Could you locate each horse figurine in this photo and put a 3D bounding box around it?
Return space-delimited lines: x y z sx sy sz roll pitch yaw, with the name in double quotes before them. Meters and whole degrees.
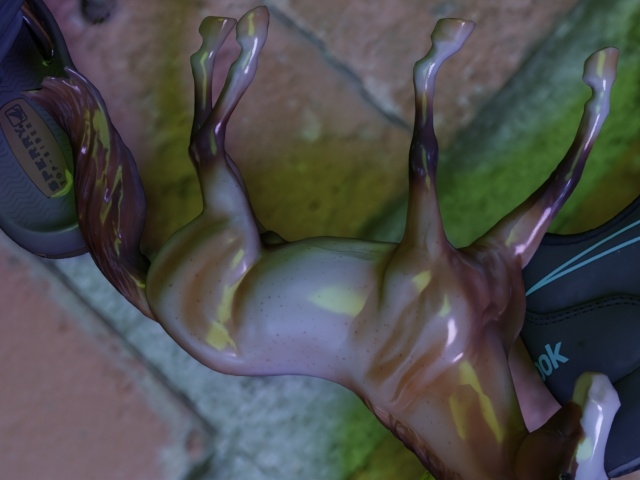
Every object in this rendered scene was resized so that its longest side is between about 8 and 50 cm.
"horse figurine" 0.000 0.000 0.452 0.263 0.066 0.175 10 92 26

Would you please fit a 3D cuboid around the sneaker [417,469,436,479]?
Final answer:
"sneaker" 0.119 0.188 0.449 0.240 0.091 0.126 35 107 11

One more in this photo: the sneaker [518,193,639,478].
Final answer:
"sneaker" 0.191 -0.020 0.443 0.267 0.101 0.106 -32 69 -3

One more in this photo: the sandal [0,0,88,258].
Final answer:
"sandal" -0.164 -0.087 0.516 0.090 0.060 0.219 -33 81 3

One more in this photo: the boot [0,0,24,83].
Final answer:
"boot" -0.363 -0.113 0.471 0.445 0.146 0.367 30 107 12
